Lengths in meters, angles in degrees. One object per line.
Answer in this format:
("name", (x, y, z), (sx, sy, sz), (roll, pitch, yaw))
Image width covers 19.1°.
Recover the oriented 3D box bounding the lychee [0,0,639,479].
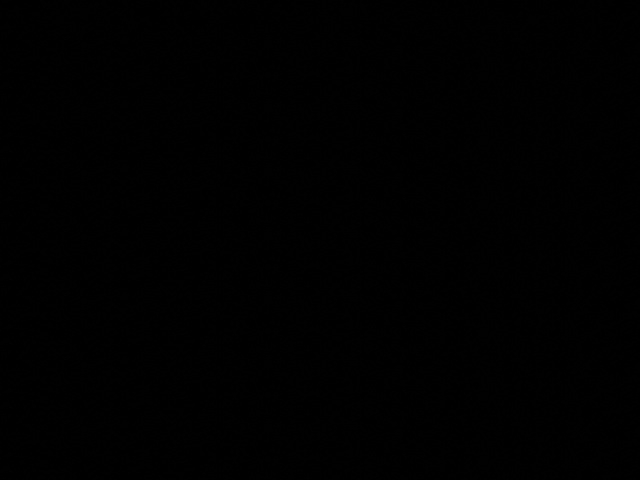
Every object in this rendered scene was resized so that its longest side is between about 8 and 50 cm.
("lychee", (-0.049, -0.010, 0.166), (0.500, 0.424, 0.425), (40, -145, -79))
